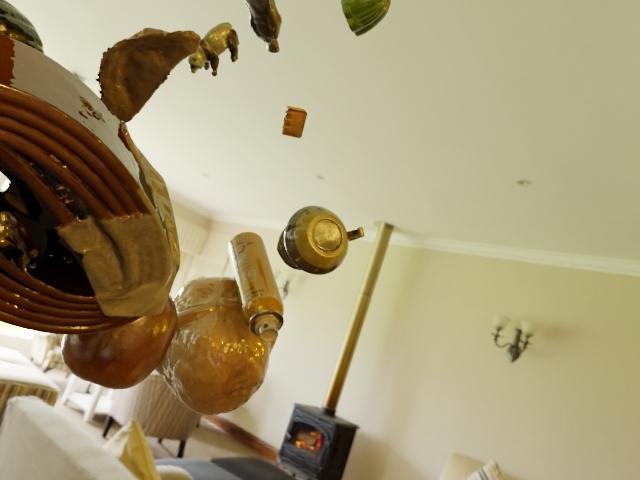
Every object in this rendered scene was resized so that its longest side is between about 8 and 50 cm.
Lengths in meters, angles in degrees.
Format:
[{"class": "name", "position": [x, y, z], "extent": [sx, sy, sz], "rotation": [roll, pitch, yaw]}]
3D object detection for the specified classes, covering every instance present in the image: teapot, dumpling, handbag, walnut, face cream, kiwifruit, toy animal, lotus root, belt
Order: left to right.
[{"class": "belt", "position": [-0.276, -0.035, 0.483], "extent": [0.122, 0.217, 0.338], "rotation": [56, -8, 39]}, {"class": "kiwifruit", "position": [-0.402, 0.180, 0.967], "extent": [0.196, 0.233, 0.196], "rotation": [23, -10, 4]}, {"class": "dumpling", "position": [-0.455, -0.435, 1.166], "extent": [0.332, 0.085, 0.166], "rotation": [-36, -39, 24]}, {"class": "toy animal", "position": [-0.369, -0.657, 1.641], "extent": [0.094, 0.225, 0.121], "rotation": [41, -12, 33]}, {"class": "walnut", "position": [-0.290, 0.290, 1.319], "extent": [0.382, 0.380, 0.381], "rotation": [18, -12, 4]}, {"class": "face cream", "position": [-0.163, 0.117, 1.207], "extent": [0.105, 0.105, 0.348], "rotation": [27, 24, -34]}, {"class": "handbag", "position": [-0.075, -0.336, 1.351], "extent": [0.061, 0.083, 0.027], "rotation": [9, 28, -18]}, {"class": "teapot", "position": [0.000, 0.000, 0.897], "extent": [0.166, 0.130, 0.119], "rotation": [-8, -6, -30]}, {"class": "lotus root", "position": [0.174, -0.814, 1.614], "extent": [0.186, 0.186, 0.186], "rotation": [18, -12, 4]}]

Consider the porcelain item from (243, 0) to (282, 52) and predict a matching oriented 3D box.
[{"class": "porcelain item", "position": [-0.124, -0.501, 1.056], "extent": [0.081, 0.069, 0.215], "rotation": [5, -22, 13]}]

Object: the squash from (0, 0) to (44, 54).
[{"class": "squash", "position": [-0.594, -0.329, 0.836], "extent": [0.218, 0.218, 0.172], "rotation": [9, -8, 39]}]
